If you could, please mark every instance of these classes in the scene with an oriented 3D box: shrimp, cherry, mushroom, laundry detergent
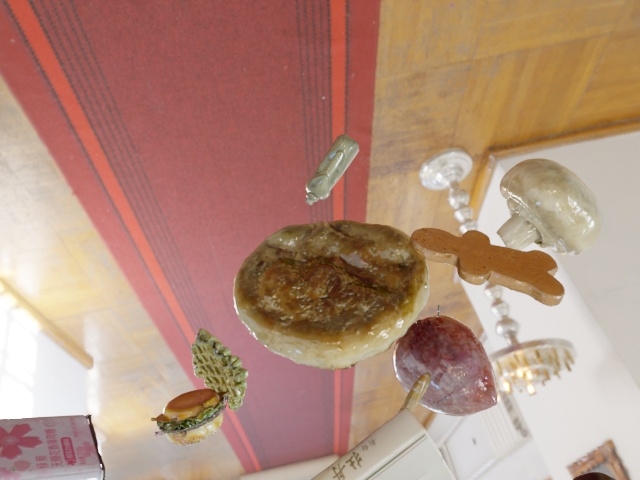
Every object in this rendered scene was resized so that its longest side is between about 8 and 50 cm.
[{"bbox_3d":[0.172,0.290,1.014,0.108,0.023,0.059,-57,152,-8],"label":"shrimp"},{"bbox_3d":[0.261,0.262,1.136,0.175,0.249,0.192,30,94,-45],"label":"cherry"},{"bbox_3d":[0.530,-0.061,1.341,0.234,0.260,0.254,-44,140,3],"label":"mushroom"},{"bbox_3d":[0.029,-0.231,1.874,0.253,0.091,0.181,-56,-176,-4],"label":"laundry detergent"}]

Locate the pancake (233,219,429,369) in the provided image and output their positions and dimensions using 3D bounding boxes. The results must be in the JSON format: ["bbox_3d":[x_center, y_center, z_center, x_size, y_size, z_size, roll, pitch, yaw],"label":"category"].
[{"bbox_3d":[0.016,0.070,1.045,0.387,0.387,0.082,-13,128,-6],"label":"pancake"}]

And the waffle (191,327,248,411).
[{"bbox_3d":[-0.283,0.353,1.551,0.054,0.223,0.204,-32,146,-40],"label":"waffle"}]

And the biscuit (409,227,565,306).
[{"bbox_3d":[0.269,0.035,0.919,0.250,0.165,0.036,16,119,8],"label":"biscuit"}]

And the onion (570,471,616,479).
[{"bbox_3d":[0.679,0.696,1.435,0.218,0.140,0.195,8,133,26],"label":"onion"}]

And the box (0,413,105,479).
[{"bbox_3d":[-0.557,0.383,0.912,0.369,0.190,0.112,11,106,-34],"label":"box"}]

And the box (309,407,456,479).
[{"bbox_3d":[0.060,0.216,0.448,0.109,0.029,0.198,-35,134,-5],"label":"box"}]

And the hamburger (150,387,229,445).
[{"bbox_3d":[-0.294,0.412,1.299,0.164,0.093,0.189,-10,-172,28],"label":"hamburger"}]
